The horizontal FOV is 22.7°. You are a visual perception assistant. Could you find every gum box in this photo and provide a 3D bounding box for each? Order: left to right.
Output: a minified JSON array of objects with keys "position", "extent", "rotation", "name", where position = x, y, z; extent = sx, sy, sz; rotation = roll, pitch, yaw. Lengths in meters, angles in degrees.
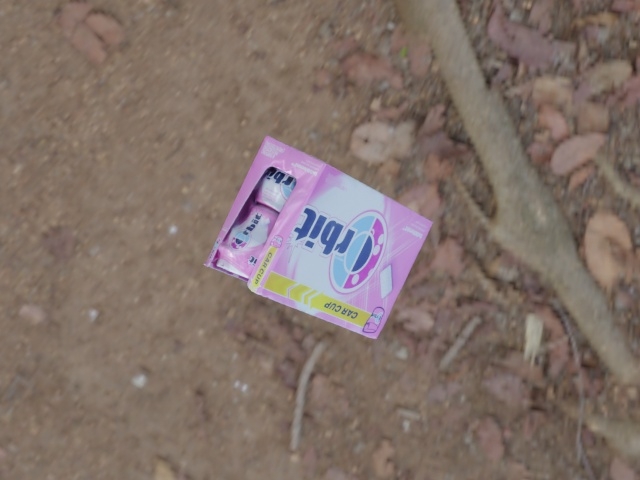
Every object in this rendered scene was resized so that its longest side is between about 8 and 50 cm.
[{"position":[0.000,0.000,1.224],"extent":[0.062,0.188,0.107],"rotation":[26,91,34],"name":"gum box"}]
